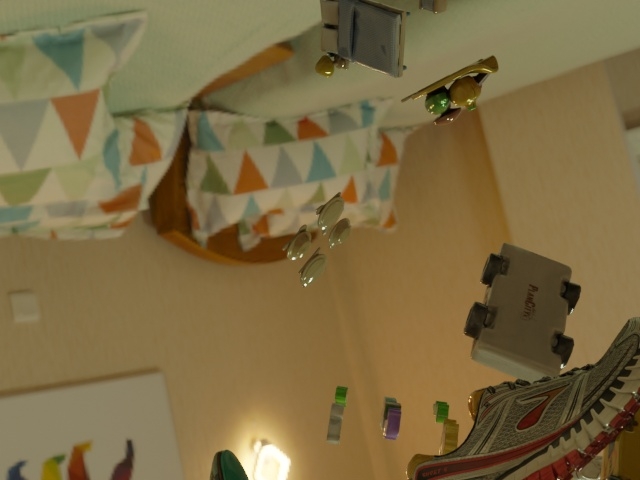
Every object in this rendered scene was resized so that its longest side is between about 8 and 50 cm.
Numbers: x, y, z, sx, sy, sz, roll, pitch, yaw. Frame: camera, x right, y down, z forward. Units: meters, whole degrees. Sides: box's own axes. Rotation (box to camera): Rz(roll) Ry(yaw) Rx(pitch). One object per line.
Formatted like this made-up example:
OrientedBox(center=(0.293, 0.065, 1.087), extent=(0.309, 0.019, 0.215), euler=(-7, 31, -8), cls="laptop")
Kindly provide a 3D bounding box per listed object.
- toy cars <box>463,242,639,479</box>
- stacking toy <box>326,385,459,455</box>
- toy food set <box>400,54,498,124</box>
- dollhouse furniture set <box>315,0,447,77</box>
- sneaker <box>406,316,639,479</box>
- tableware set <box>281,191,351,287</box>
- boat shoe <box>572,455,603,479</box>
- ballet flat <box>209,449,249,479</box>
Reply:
OrientedBox(center=(0.238, 0.153, 0.823), extent=(0.177, 0.393, 0.087), euler=(-3, 130, -26), cls="toy cars")
OrientedBox(center=(0.097, 0.249, 1.217), extent=(0.167, 0.052, 0.221), euler=(8, 180, 3), cls="stacking toy")
OrientedBox(center=(0.219, -0.233, 1.418), extent=(0.128, 0.071, 0.218), euler=(-28, -174, -6), cls="toy food set")
OrientedBox(center=(0.069, -0.402, 1.602), extent=(0.198, 0.303, 0.286), euler=(-24, -139, -35), cls="dollhouse furniture set")
OrientedBox(center=(0.158, 0.126, 0.637), extent=(0.225, 0.092, 0.088), euler=(-38, 154, -11), cls="sneaker")
OrientedBox(center=(0.000, 0.000, 1.482), extent=(0.141, 0.020, 0.168), euler=(-48, 151, -13), cls="tableware set")
OrientedBox(center=(0.388, 0.318, 1.229), extent=(0.100, 0.035, 0.035), euler=(8, 166, -41), cls="boat shoe")
OrientedBox(center=(-0.122, 0.417, 1.306), extent=(0.079, 0.221, 0.077), euler=(-46, 144, 13), cls="ballet flat")
